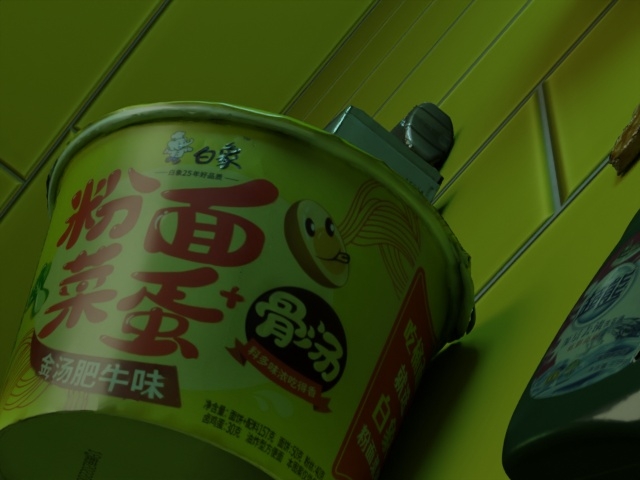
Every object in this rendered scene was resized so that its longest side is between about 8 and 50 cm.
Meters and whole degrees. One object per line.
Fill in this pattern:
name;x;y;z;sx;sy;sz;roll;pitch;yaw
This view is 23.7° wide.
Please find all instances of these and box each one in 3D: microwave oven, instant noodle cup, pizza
microwave oven;0.000;0.000;1.408;0.205;0.129;0.163;-39;18;56
instant noodle cup;-0.069;0.091;0.994;0.311;0.311;0.221;-42;24;48
pizza;0.215;-0.078;1.012;0.083;0.016;0.037;-58;12;-15

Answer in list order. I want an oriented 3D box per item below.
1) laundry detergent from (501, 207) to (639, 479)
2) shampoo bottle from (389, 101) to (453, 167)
laundry detergent;0.169;0.027;0.701;0.211;0.063;0.137;-55;11;-32
shampoo bottle;0.049;-0.051;1.584;0.227;0.056;0.086;-43;14;43
